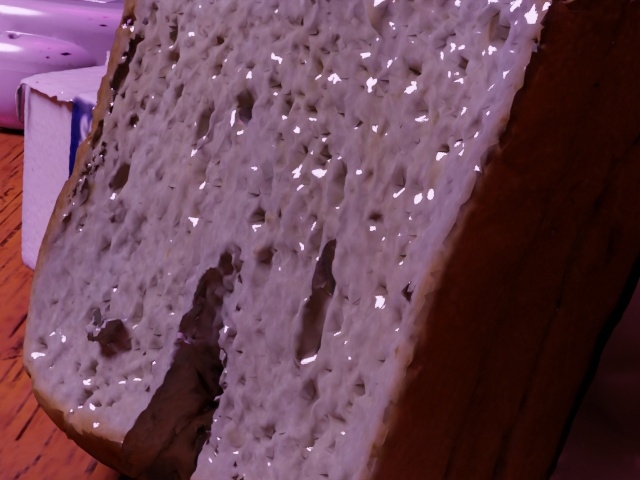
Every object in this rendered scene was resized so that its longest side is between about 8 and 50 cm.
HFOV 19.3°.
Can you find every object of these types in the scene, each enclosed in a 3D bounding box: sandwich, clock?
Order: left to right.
[{"bbox_3d":[-0.218,-0.166,1.624,0.322,0.113,0.295,9,14,12],"label":"clock"},{"bbox_3d":[-0.001,0.000,0.737,0.095,0.249,0.273,19,3,-38],"label":"sandwich"}]

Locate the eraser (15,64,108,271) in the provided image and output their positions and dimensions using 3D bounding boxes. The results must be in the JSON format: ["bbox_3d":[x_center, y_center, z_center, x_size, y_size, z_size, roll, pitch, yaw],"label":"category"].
[{"bbox_3d":[-0.065,-0.009,0.996,0.086,0.130,0.287,-9,20,-32],"label":"eraser"}]

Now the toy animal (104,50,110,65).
[{"bbox_3d":[-0.043,-0.056,1.195,0.193,0.127,0.178,15,19,30],"label":"toy animal"}]

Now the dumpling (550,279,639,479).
[{"bbox_3d":[0.125,0.051,0.795,0.258,0.147,0.193,24,62,26],"label":"dumpling"}]
